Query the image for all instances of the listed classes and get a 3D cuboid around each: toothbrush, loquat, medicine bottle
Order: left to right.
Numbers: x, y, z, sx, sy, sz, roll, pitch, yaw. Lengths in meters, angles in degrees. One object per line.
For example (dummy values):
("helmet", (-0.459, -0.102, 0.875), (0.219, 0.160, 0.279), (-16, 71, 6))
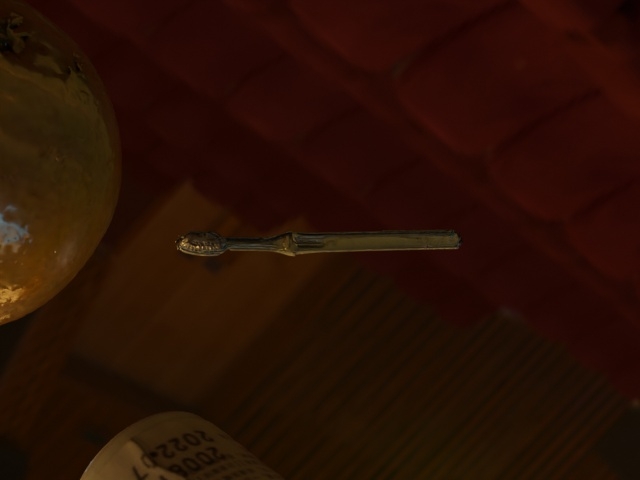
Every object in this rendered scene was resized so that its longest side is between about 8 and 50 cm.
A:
("loquat", (-0.273, -0.062, 1.337), (0.263, 0.263, 0.263), (42, -173, -6))
("medicine bottle", (-0.071, 0.344, 1.860), (0.371, 0.211, 0.211), (32, 179, 37))
("toothbrush", (0.000, 0.001, 1.877), (0.294, 0.026, 0.028), (0, 165, -7))
